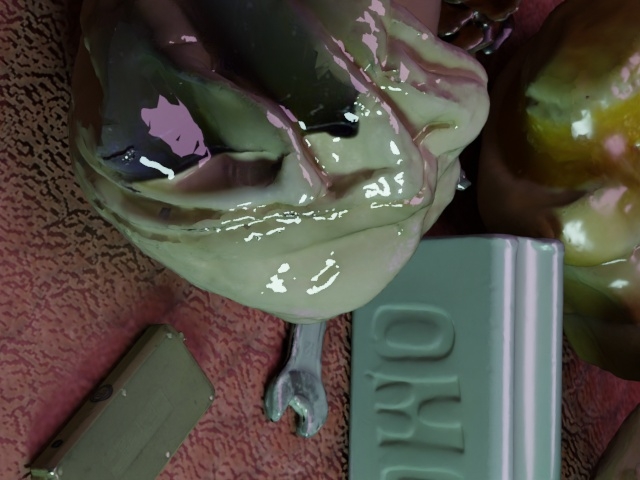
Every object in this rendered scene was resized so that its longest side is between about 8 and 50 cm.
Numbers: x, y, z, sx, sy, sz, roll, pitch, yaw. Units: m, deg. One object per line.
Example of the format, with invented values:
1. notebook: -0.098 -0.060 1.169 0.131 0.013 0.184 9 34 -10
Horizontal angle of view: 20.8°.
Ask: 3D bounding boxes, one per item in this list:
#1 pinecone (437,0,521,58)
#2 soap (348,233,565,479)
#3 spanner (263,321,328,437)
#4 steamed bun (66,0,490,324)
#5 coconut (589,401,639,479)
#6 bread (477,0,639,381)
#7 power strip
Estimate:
1. pinecone: 0.071 -0.208 1.294 0.184 0.204 0.179 21 65 -26
2. soap: 0.101 0.130 1.341 0.087 0.159 0.265 5 85 -45
3. spanner: 0.000 0.000 1.342 0.071 0.017 0.302 22 72 -43
4. steamed bun: -0.042 -0.108 1.117 0.206 0.275 0.320 6 68 -65
5. coconut: 0.390 0.261 1.363 0.404 0.404 0.405 3 86 -47
6. bread: 0.260 -0.063 1.480 0.341 0.210 0.300 43 71 -37
7. power strip: -0.136 0.135 1.184 0.169 0.028 0.076 -51 123 -37
